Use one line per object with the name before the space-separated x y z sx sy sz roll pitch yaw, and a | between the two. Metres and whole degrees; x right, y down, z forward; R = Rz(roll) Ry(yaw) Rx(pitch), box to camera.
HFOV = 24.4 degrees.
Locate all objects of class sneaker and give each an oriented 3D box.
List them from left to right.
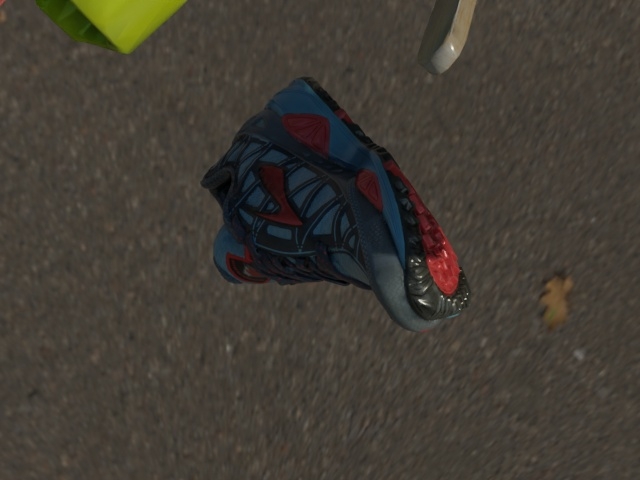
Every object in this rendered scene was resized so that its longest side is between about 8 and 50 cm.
sneaker | 0.000 0.000 0.916 0.125 0.262 0.104 -37 121 -1

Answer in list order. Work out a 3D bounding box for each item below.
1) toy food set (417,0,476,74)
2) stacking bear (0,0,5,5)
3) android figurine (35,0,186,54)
toy food set | 0.074 -0.131 0.344 0.071 0.218 0.128 37 56 -19
stacking bear | -0.452 -0.269 1.525 0.164 0.289 0.175 -23 97 -46
android figurine | -0.096 -0.175 0.402 0.273 0.056 0.248 -44 82 1
